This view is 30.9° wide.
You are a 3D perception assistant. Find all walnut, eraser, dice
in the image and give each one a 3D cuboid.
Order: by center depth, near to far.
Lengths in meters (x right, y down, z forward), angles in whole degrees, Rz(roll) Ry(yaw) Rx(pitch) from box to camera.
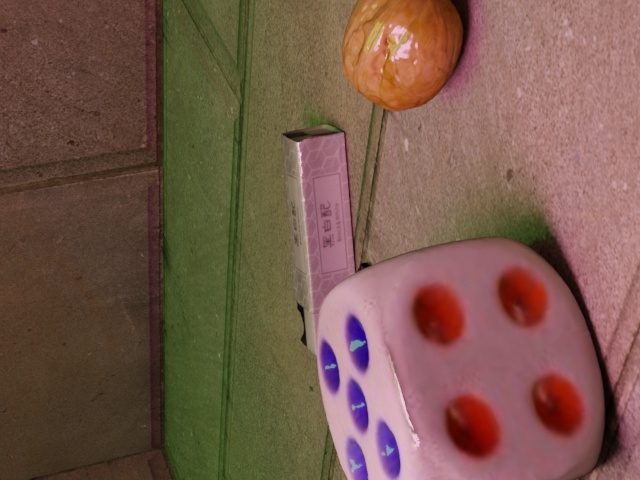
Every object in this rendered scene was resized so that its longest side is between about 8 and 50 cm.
[{"bbox_3d":[0.164,0.181,1.448,0.304,0.277,0.304,133,125,-64],"label":"dice"},{"bbox_3d":[0.110,-0.265,1.547,0.207,0.159,0.159,105,148,-53],"label":"walnut"},{"bbox_3d":[0.000,0.000,2.089,0.098,0.096,0.404,-147,50,-64],"label":"eraser"}]

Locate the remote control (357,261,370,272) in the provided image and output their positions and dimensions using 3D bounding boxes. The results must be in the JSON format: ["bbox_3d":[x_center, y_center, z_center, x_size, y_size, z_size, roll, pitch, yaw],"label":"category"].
[{"bbox_3d":[0.107,0.124,1.951,0.059,0.028,0.212,96,155,-43],"label":"remote control"}]
